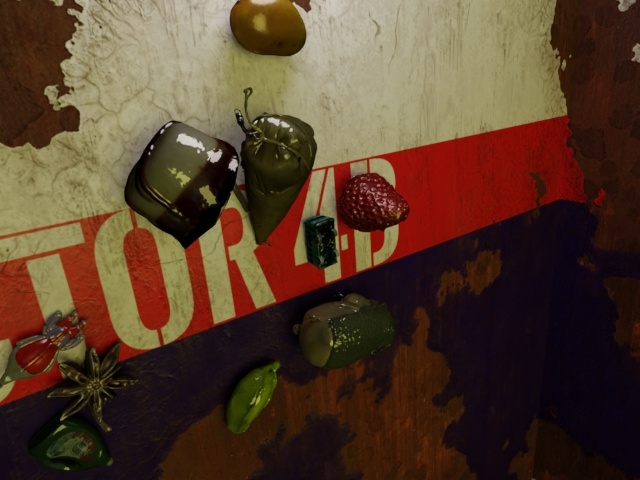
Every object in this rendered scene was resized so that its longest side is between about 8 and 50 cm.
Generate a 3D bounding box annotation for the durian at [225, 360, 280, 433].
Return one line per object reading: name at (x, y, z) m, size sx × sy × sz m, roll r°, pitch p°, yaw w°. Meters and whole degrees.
durian at (-0.217, 0.488, 1.471) m, size 0.250 × 0.101 × 0.139 m, roll -62°, pitch 163°, yaw -3°

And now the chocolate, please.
chocolate at (-0.340, -0.143, 1.092) m, size 0.186 × 0.283 × 0.284 m, roll 25°, pitch 89°, yaw -32°

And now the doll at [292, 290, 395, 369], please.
doll at (0.086, 0.287, 1.544) m, size 0.349 × 0.247 × 0.247 m, roll -3°, pitch 106°, yaw -31°

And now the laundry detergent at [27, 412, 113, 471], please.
laundry detergent at (-0.634, 0.544, 1.217) m, size 0.137 × 0.063 × 0.211 m, roll -45°, pitch 127°, yaw -13°

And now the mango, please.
mango at (-0.128, -0.554, 1.196) m, size 0.221 × 0.120 × 0.151 m, roll -14°, pitch 115°, yaw -38°

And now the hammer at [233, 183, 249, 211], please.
hammer at (-0.249, -0.160, 1.297) m, size 0.062 × 0.013 × 0.199 m, roll -38°, pitch 122°, yaw -20°

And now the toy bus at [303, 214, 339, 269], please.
toy bus at (0.000, 0.000, 1.472) m, size 0.079 × 0.092 × 0.160 m, roll -22°, pitch 122°, yaw -30°

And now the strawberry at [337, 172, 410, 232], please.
strawberry at (0.179, -0.104, 1.470) m, size 0.205 × 0.244 × 0.205 m, roll -13°, pitch 114°, yaw -32°

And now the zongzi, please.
zongzi at (-0.131, -0.136, 1.161) m, size 0.181 × 0.447 × 0.418 m, roll 17°, pitch 103°, yaw 1°

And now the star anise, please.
star anise at (-0.575, 0.372, 1.185) m, size 0.209 × 0.089 × 0.231 m, roll 14°, pitch 93°, yaw -36°

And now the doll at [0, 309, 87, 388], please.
doll at (-0.660, 0.260, 1.100) m, size 0.227 × 0.075 × 0.102 m, roll -47°, pitch 111°, yaw -26°
